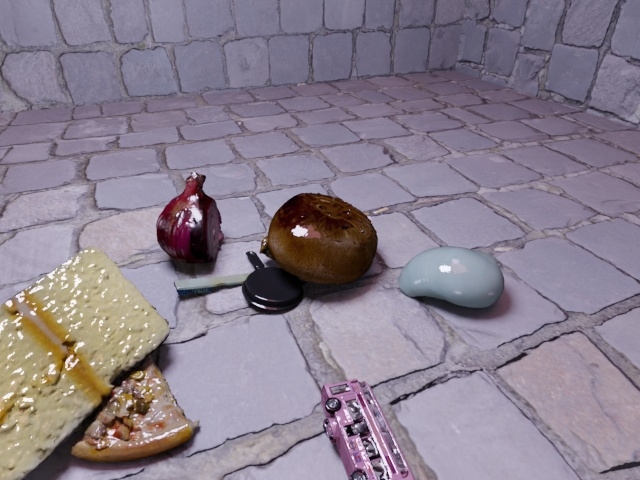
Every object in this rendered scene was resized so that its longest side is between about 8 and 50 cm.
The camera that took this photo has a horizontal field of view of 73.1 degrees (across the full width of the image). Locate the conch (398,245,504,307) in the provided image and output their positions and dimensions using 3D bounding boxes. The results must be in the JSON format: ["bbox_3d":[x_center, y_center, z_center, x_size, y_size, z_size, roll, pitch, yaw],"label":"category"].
[{"bbox_3d":[0.283,0.072,0.942,0.221,0.121,0.185,7,4,20],"label":"conch"}]

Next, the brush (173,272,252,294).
[{"bbox_3d":[-0.233,0.098,0.965,0.178,0.030,0.033,-4,24,-26],"label":"brush"}]

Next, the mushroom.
[{"bbox_3d":[-0.005,-0.013,1.001,0.278,0.163,0.297,4,26,2],"label":"mushroom"}]

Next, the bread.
[{"bbox_3d":[-0.490,0.190,0.783,0.405,0.242,0.346,-26,15,50],"label":"bread"}]

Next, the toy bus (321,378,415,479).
[{"bbox_3d":[0.062,0.295,0.623,0.090,0.063,0.203,-7,35,-17],"label":"toy bus"}]

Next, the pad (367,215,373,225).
[{"bbox_3d":[0.033,-0.028,1.178,0.232,0.004,0.156,-1,33,-1],"label":"pad"}]

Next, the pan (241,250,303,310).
[{"bbox_3d":[-0.125,0.077,0.981,0.136,0.028,0.235,-7,32,-27],"label":"pan"}]

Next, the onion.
[{"bbox_3d":[-0.311,-0.057,1.026,0.139,0.218,0.195,3,25,5],"label":"onion"}]

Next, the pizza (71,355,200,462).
[{"bbox_3d":[-0.289,0.256,0.696,0.185,0.052,0.195,-4,32,-12],"label":"pizza"}]
